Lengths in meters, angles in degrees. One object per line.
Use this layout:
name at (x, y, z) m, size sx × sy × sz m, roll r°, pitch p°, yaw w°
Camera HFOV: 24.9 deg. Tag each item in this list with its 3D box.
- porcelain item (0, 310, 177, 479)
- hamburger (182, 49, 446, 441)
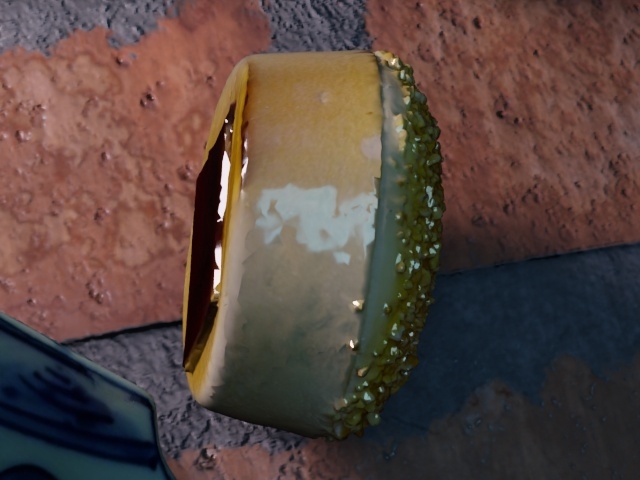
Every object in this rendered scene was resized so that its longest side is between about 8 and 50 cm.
porcelain item at (-0.256, 0.186, 0.968) m, size 0.281 × 0.157 × 0.286 m, roll 34°, pitch 69°, yaw -26°
hamburger at (0.000, 0.000, 1.036) m, size 0.170 × 0.302 × 0.302 m, roll 8°, pitch 73°, yaw -11°
